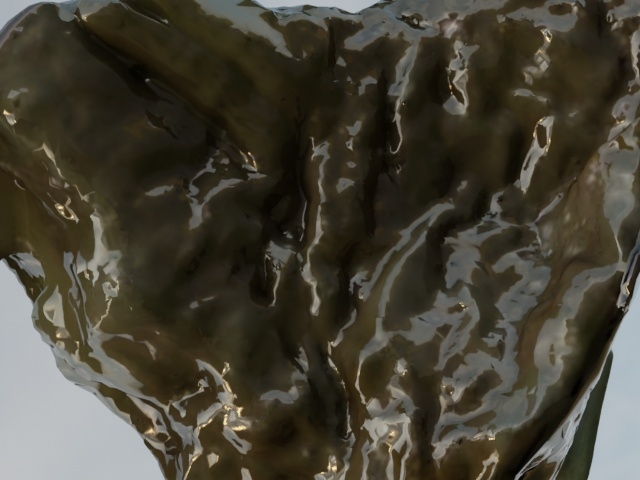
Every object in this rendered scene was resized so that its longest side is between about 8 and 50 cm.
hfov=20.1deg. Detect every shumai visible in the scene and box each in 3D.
[{"bbox_3d":[-0.003,-0.001,0.804,0.217,0.283,0.346,68,-138,-80],"label":"shumai"}]

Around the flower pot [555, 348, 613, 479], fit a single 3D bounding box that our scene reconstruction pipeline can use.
[{"bbox_3d":[0.045,0.118,1.317,0.367,0.254,0.164,129,157,-74],"label":"flower pot"}]
